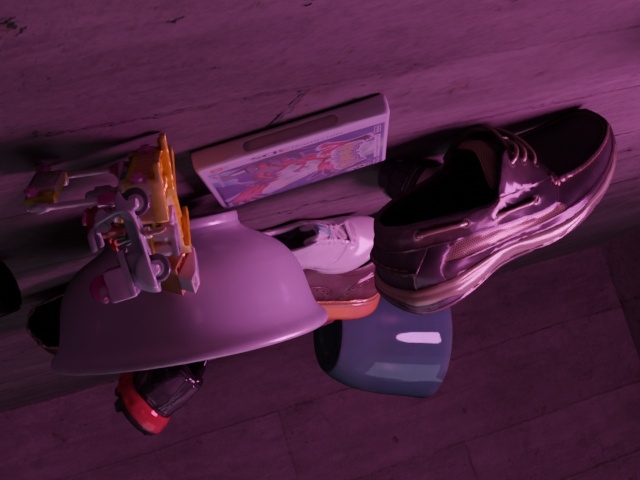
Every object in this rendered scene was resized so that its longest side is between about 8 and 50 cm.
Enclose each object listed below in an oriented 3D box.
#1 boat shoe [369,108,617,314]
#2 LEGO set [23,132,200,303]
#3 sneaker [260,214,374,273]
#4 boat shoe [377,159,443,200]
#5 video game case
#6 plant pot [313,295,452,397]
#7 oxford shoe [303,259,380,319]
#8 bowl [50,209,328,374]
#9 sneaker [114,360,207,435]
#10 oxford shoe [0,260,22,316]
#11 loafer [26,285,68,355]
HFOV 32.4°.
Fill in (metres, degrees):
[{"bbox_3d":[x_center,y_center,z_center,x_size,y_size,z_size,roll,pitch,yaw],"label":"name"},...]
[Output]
[{"bbox_3d":[0.204,-0.058,1.249,0.355,0.130,0.132,-37,-137,-22],"label":"boat shoe"},{"bbox_3d":[-0.169,-0.014,0.913,0.107,0.132,0.287,-8,178,-2],"label":"LEGO set"},{"bbox_3d":[0.000,0.000,1.523,0.212,0.080,0.094,-13,159,-23],"label":"sneaker"},{"bbox_3d":[0.115,-0.073,1.373,0.065,0.075,0.206,25,-174,11],"label":"boat shoe"},{"bbox_3d":[-0.023,-0.081,1.078,0.183,0.023,0.201,-17,172,0],"label":"video game case"},{"bbox_3d":[0.122,0.202,2.440,0.235,0.293,0.293,3,165,-21],"label":"plant pot"},{"bbox_3d":[-0.061,0.041,1.621,0.363,0.130,0.133,-4,134,-31],"label":"oxford shoe"},{"bbox_3d":[-0.146,0.044,1.166,0.297,0.134,0.298,-9,-176,1],"label":"bowl"},{"bbox_3d":[-0.224,0.148,1.568,0.135,0.276,0.097,-36,123,12],"label":"sneaker"},{"bbox_3d":[-0.383,0.066,1.079,0.096,0.083,0.227,-23,170,7],"label":"oxford shoe"},{"bbox_3d":[-0.226,0.090,1.412,0.365,0.134,0.130,-21,170,26],"label":"loafer"}]
